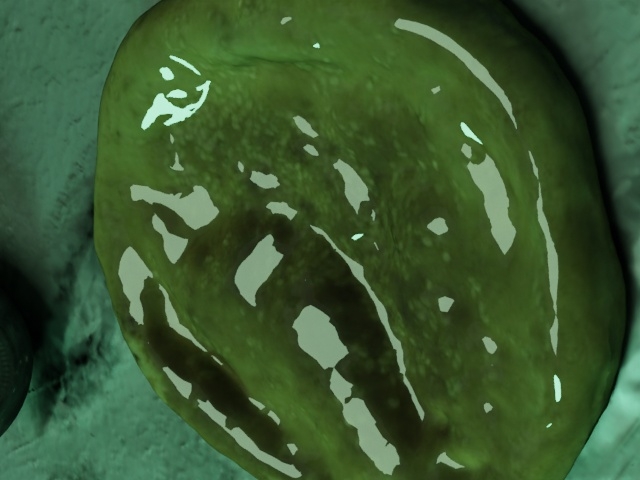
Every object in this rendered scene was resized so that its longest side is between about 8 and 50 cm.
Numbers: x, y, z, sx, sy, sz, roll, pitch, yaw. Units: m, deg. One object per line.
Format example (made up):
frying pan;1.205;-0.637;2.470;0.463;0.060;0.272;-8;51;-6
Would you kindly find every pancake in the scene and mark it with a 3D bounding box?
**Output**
pancake;0.000;0.000;0.639;0.294;0.049;0.295;14;114;36

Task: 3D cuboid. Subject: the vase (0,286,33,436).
vase;-0.248;0.067;0.842;0.183;0.120;0.120;7;112;54
